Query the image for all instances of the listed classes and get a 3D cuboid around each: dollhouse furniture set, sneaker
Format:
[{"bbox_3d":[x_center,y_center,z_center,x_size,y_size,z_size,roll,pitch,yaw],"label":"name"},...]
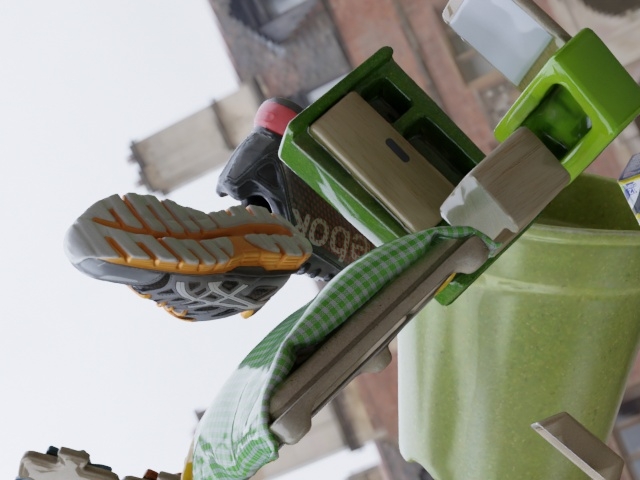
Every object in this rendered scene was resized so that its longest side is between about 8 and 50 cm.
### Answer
[{"bbox_3d":[0.166,0.175,0.875,0.114,0.081,0.091,40,172,7],"label":"dollhouse furniture set"},{"bbox_3d":[0.000,0.000,1.297,0.276,0.135,0.097,52,161,-25],"label":"sneaker"},{"bbox_3d":[0.009,-0.009,0.755,0.151,0.301,0.197,45,154,7],"label":"dollhouse furniture set"},{"bbox_3d":[-0.098,0.022,0.984,0.215,0.083,0.084,6,-146,-46],"label":"sneaker"}]

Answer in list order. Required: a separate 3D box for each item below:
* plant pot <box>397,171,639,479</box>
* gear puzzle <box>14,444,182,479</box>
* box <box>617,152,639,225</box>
[{"bbox_3d":[0.172,0.078,1.177,0.276,0.276,0.254,-45,-38,-72],"label":"plant pot"},{"bbox_3d":[-0.089,0.253,1.108,0.044,0.339,0.175,-81,7,-54],"label":"gear puzzle"},{"bbox_3d":[0.293,-0.053,0.908,0.059,0.169,0.054,60,-146,-14],"label":"box"}]
